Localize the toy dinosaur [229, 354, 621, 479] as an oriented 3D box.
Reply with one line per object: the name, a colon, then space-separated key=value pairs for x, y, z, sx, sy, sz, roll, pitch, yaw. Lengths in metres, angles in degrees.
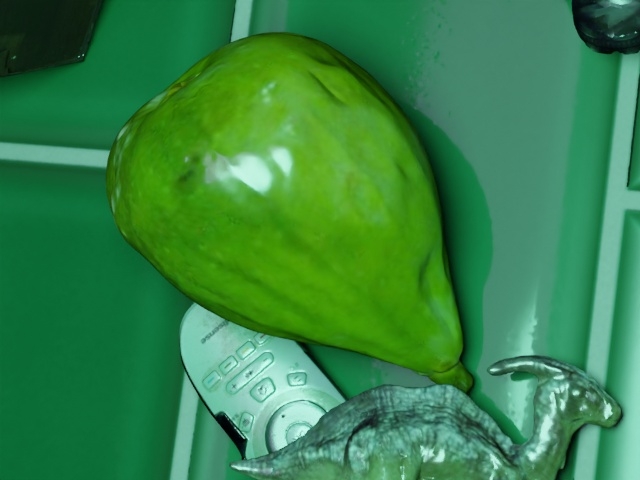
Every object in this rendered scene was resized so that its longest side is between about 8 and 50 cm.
toy dinosaur: x=0.085 y=0.184 z=1.285 sx=0.294 sy=0.077 sz=0.162 roll=-10 pitch=76 yaw=-6

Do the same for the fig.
fig: x=-0.003 y=-0.030 z=1.325 sx=0.314 sy=0.233 sz=0.233 roll=26 pitch=91 yaw=-23

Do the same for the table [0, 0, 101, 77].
table: x=-0.325 y=-0.307 z=1.412 sx=0.282 sy=0.196 sz=0.250 roll=37 pitch=124 yaw=23

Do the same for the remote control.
remote control: x=-0.022 y=0.147 z=1.358 sx=0.097 sy=0.045 sz=0.256 roll=-38 pitch=74 yaw=3

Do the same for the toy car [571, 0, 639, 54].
toy car: x=0.297 y=-0.264 z=1.244 sx=0.314 sy=0.198 sz=0.166 roll=-5 pitch=49 yaw=17
